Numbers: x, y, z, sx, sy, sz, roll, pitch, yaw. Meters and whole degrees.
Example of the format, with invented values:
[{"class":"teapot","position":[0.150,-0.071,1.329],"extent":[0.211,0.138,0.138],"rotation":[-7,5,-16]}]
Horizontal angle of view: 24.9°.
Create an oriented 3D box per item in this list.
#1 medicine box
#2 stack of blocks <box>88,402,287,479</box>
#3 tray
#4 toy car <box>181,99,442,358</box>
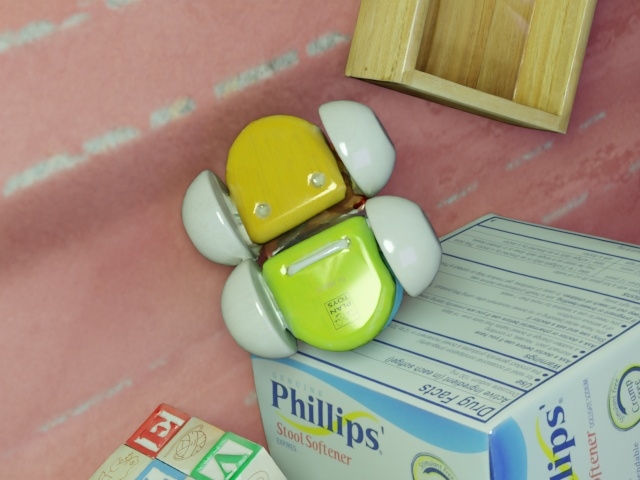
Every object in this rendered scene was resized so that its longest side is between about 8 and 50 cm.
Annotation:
[{"class":"medicine box","position":[0.141,0.112,1.126],"extent":[0.289,0.263,0.149],"rotation":[-26,116,-33]},{"class":"stack of blocks","position":[-0.139,0.263,0.986],"extent":[0.297,0.171,0.087],"rotation":[-47,126,-23]},{"class":"tray","position":[0.156,-0.309,1.170],"extent":[0.203,0.076,0.411],"rotation":[11,94,-42]},{"class":"toy car","position":[0.000,0.000,1.057],"extent":[0.159,0.182,0.136],"rotation":[-27,161,7]}]
